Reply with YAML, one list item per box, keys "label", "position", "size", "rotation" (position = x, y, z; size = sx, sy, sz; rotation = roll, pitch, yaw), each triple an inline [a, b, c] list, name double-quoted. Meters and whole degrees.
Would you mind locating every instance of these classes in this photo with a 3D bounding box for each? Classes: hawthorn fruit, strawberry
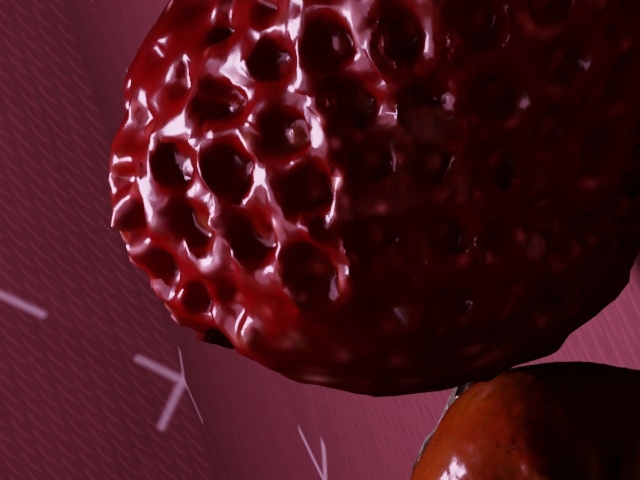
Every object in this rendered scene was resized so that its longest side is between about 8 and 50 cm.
- label: "hawthorn fruit"
  position: [0.155, 0.175, 1.234]
  size: [0.261, 0.224, 0.224]
  rotation: [-102, -5, -84]
- label: "strawberry"
  position: [0.065, -0.073, 1.097]
  size: [0.345, 0.318, 0.295]
  rotation: [-49, 20, 57]

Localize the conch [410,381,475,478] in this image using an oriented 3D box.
- label: "conch"
  position: [0.120, 0.245, 1.725]
  size: [0.137, 0.114, 0.233]
  rotation: [153, 134, -68]
